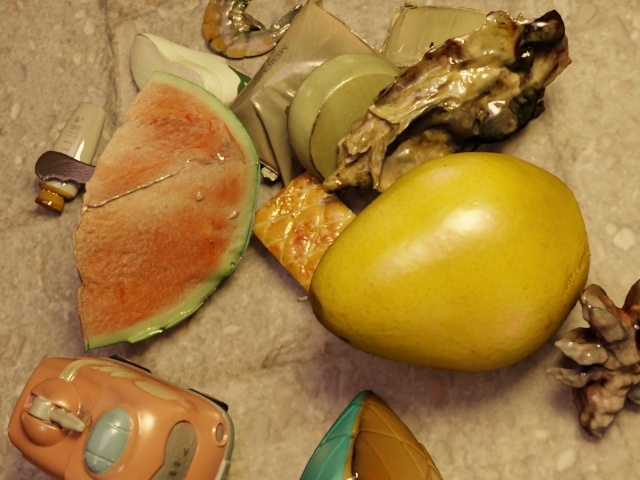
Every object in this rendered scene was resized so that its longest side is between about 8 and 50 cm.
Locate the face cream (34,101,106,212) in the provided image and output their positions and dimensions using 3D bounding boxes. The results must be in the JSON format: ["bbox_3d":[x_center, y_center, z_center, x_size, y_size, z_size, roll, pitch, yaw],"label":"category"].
[{"bbox_3d":[-0.403,-0.134,1.507,0.072,0.051,0.182,16,77,18],"label":"face cream"}]

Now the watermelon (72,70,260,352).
[{"bbox_3d":[-0.194,-0.028,1.315,0.222,0.292,0.319,9,41,10],"label":"watermelon"}]

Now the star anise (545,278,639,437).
[{"bbox_3d":[0.360,0.131,1.085,0.236,0.229,0.093,-59,24,29],"label":"star anise"}]

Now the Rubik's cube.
[{"bbox_3d":[0.030,0.303,1.161,0.254,0.254,0.255,-6,70,17],"label":"Rubik's cube"}]

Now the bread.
[{"bbox_3d":[0.001,0.001,1.311,0.125,0.068,0.188,-44,64,1],"label":"bread"}]

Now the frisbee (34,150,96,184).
[{"bbox_3d":[-0.319,-0.103,1.470,0.187,0.012,0.211,-42,81,-13],"label":"frisbee"}]

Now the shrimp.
[{"bbox_3d":[-0.096,-0.384,1.494,0.150,0.051,0.217,36,94,23],"label":"shrimp"}]

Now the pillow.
[{"bbox_3d":[0.187,-0.288,1.355,0.208,0.053,0.119,12,72,22],"label":"pillow"}]

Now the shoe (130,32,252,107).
[{"bbox_3d":[-0.204,-0.259,1.472,0.265,0.110,0.095,38,127,45],"label":"shoe"}]

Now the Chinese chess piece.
[{"bbox_3d":[0.046,-0.165,1.288,0.188,0.188,0.083,-42,42,1],"label":"Chinese chess piece"}]

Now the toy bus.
[{"bbox_3d":[-0.270,0.253,1.232,0.287,0.232,0.194,19,76,25],"label":"toy bus"}]

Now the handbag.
[{"bbox_3d":[-0.023,-0.209,1.361,0.182,0.117,0.270,39,97,8],"label":"handbag"}]

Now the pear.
[{"bbox_3d":[0.152,0.021,1.122,0.336,0.285,0.285,8,69,-22],"label":"pear"}]

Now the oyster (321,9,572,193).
[{"bbox_3d":[0.160,-0.161,1.203,0.361,0.221,0.096,-23,48,0],"label":"oyster"}]
